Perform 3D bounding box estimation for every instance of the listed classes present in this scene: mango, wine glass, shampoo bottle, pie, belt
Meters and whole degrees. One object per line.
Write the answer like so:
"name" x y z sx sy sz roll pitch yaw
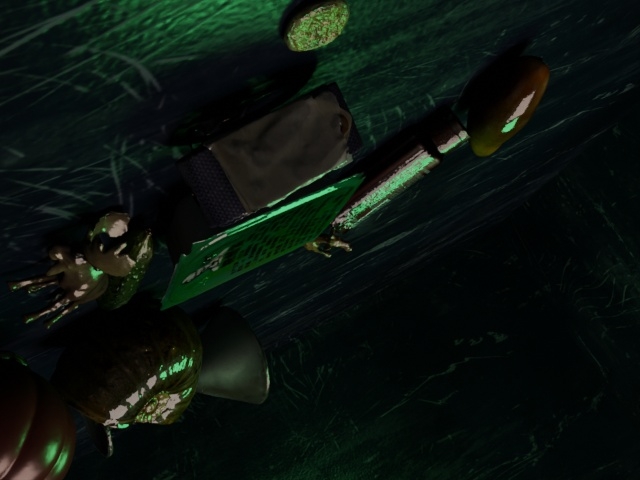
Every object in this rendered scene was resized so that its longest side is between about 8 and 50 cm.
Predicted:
"mango" 0.343 -0.249 1.413 0.267 0.111 0.133 115 -7 -62
"wine glass" -0.359 0.346 1.785 0.406 0.267 0.267 -20 164 -30
"shampoo bottle" 0.142 -0.136 1.467 0.323 0.084 0.129 -37 156 19
"pie" -0.003 -0.241 0.823 0.084 0.021 0.084 -26 165 -7
"belt" -0.064 -0.118 0.932 0.231 0.126 0.140 -29 -169 -16

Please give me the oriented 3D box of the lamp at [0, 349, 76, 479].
"lamp" -0.523 0.298 1.115 0.303 0.257 0.303 0 144 0

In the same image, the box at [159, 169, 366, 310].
"box" -0.112 -0.036 1.181 0.337 0.106 0.264 -24 165 -29

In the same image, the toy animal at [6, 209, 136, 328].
"toy animal" -0.328 0.038 1.014 0.186 0.093 0.214 -25 175 -9

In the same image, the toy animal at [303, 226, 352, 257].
"toy animal" -0.009 -0.003 1.519 0.275 0.149 0.054 72 38 -83

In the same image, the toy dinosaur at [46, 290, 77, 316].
"toy dinosaur" -0.393 0.088 1.157 0.083 0.030 0.047 -36 166 16

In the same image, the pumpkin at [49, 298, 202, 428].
"pumpkin" -0.357 0.217 1.446 0.232 0.242 0.325 -61 163 -3

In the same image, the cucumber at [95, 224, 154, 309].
"cucumber" -0.297 0.042 1.131 0.069 0.069 0.227 -22 163 -39
